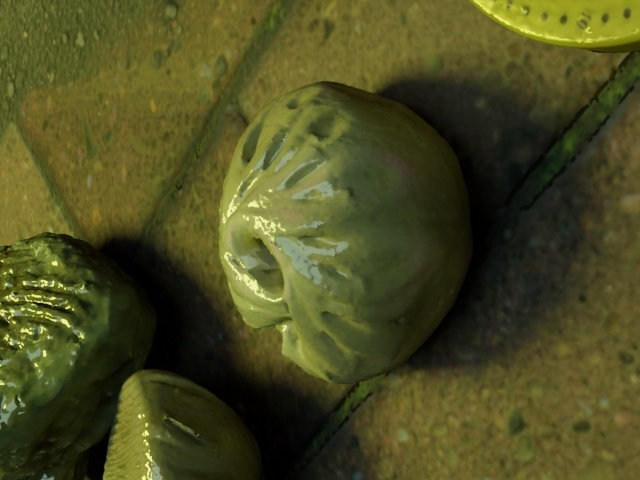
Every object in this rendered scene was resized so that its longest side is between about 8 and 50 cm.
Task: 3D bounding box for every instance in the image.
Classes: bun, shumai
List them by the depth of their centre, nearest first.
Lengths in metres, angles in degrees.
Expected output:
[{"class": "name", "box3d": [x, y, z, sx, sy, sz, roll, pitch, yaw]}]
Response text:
[{"class": "bun", "box3d": [0.000, 0.000, 0.712, 0.178, 0.127, 0.193, 44, 126, 33]}, {"class": "bun", "box3d": [-0.102, 0.183, 0.847, 0.173, 0.113, 0.167, -152, 69, -66]}, {"class": "shumai", "box3d": [-0.240, 0.125, 0.982, 0.260, 0.222, 0.225, -26, 43, 14]}]

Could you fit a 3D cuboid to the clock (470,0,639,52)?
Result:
[{"class": "clock", "box3d": [0.147, -0.242, 0.570, 0.293, 0.071, 0.277, 38, 120, 37]}]
